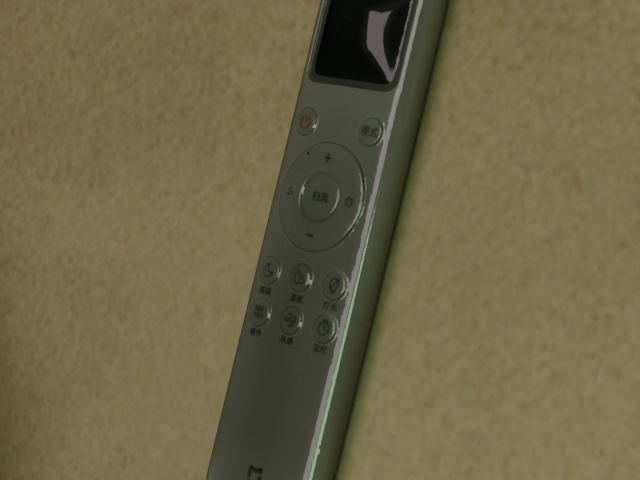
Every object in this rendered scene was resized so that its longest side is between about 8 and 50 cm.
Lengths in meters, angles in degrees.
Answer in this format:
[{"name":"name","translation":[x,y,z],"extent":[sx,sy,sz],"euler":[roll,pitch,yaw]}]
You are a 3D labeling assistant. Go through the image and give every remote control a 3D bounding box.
[{"name":"remote control","translation":[0.000,0.000,0.869],"extent":[0.067,0.029,0.261],"euler":[13,89,41]}]
